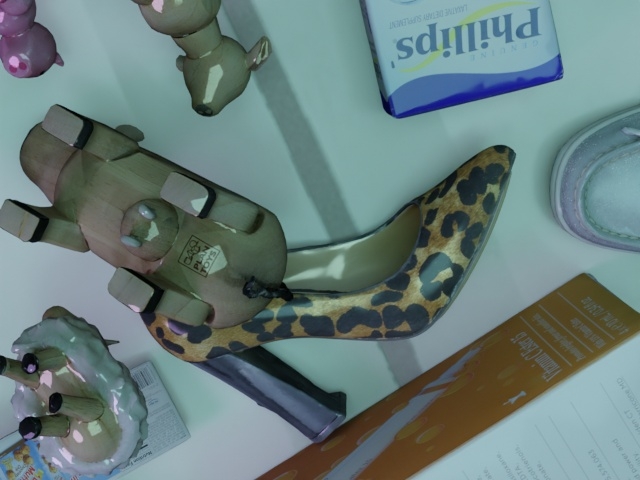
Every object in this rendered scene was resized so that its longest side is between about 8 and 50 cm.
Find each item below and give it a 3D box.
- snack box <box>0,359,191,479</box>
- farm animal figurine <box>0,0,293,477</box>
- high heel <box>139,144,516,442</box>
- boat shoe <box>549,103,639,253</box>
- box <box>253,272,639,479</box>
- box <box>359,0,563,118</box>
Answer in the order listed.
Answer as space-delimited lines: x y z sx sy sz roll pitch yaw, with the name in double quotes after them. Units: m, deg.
-0.181 0.152 1.353 0.178 0.022 0.064 -27 89 -25 "snack box"
-0.132 -0.059 1.280 0.330 0.172 0.327 -47 67 12 "farm animal figurine"
0.000 0.000 1.348 0.186 0.093 0.261 35 103 -15 "high heel"
0.324 -0.040 1.369 0.320 0.103 0.118 2 98 -6 "boat shoe"
0.101 0.194 1.328 0.345 0.215 0.168 -33 99 0 "box"
0.092 -0.165 1.346 0.126 0.072 0.137 -14 100 -2 "box"
